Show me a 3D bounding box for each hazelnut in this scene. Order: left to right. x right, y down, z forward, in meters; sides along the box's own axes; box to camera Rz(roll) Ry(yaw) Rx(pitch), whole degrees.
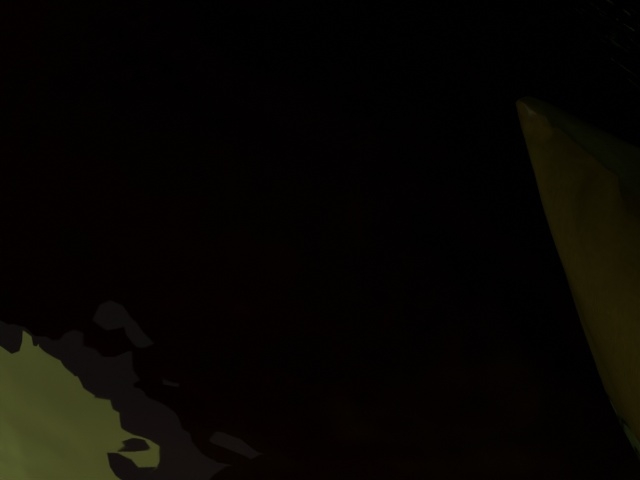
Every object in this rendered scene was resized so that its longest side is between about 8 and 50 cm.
[{"bbox_3d":[0.000,0.000,0.725,0.420,0.353,0.421,17,173,2],"label":"hazelnut"}]

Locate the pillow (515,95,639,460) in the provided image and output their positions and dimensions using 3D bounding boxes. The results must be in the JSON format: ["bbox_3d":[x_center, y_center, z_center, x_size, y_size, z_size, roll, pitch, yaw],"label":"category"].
[{"bbox_3d":[0.206,0.110,0.471,0.310,0.119,0.312,47,179,-38],"label":"pillow"}]
